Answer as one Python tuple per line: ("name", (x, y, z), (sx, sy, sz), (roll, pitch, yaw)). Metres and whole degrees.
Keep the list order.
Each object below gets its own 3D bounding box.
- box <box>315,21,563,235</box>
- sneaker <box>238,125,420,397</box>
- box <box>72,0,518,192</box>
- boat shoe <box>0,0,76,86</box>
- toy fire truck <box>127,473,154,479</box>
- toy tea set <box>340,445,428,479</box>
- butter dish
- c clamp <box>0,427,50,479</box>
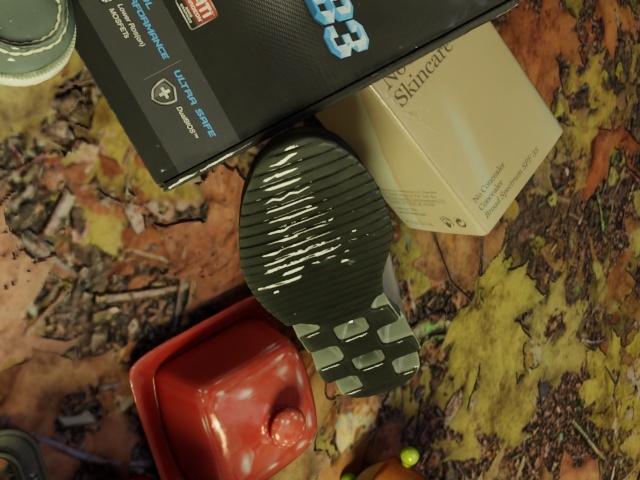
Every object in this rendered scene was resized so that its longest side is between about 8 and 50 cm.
("box", (0.066, -0.161, 0.810), (0.311, 0.121, 0.148), (47, 71, -27))
("sneaker", (0.000, 0.000, 0.773), (0.123, 0.146, 0.330), (-16, 142, 2))
("box", (-0.055, -0.230, 0.630), (0.294, 0.073, 0.295), (-27, 107, 3))
("boat shoe", (-0.245, -0.232, 0.502), (0.116, 0.099, 0.319), (-38, 103, -25))
("toy fire truck", (-0.157, 0.342, 0.671), (0.253, 0.169, 0.302), (-59, 171, 11))
("toy tea set", (0.027, 0.370, 0.924), (0.336, 0.124, 0.200), (-52, 156, -27))
("butter dish", (-0.060, 0.149, 0.780), (0.160, 0.118, 0.160), (-28, 114, -36))
("c clamp", (-0.258, 0.227, 0.679), (0.137, 0.022, 0.160), (-18, 109, -39))
